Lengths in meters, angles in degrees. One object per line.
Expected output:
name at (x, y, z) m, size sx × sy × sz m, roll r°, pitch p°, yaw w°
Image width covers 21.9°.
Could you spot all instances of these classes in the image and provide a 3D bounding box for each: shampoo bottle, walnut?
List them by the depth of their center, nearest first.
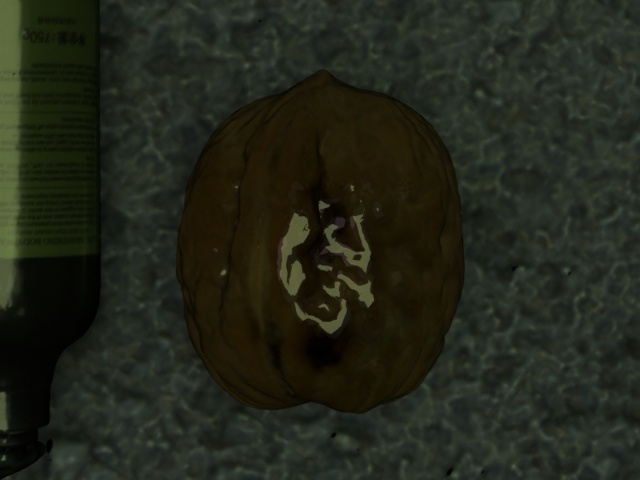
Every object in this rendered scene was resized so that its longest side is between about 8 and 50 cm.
shampoo bottle at (-0.169, -0.014, 0.891) m, size 0.101 × 0.101 × 0.284 m, roll 0°, pitch 93°, yaw -6°
walnut at (0.000, 0.000, 0.891) m, size 0.155 × 0.155 × 0.184 m, roll 0°, pitch 98°, yaw -6°
